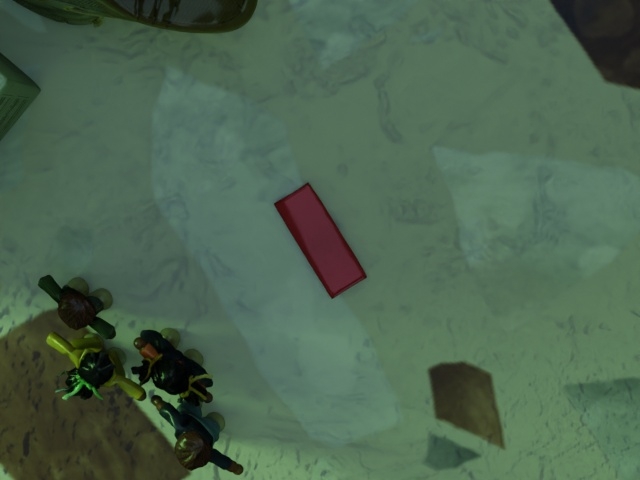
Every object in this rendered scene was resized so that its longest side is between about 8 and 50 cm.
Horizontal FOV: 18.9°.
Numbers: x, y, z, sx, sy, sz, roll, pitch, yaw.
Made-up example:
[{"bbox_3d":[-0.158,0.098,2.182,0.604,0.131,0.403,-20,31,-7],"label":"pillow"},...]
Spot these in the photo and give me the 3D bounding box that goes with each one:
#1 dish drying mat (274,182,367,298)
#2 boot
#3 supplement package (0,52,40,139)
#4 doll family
[{"bbox_3d":[0.000,0.000,1.429,0.032,0.008,0.083,-32,96,0],"label":"dish drying mat"},{"bbox_3d":[-0.142,-0.183,1.327,0.213,0.165,0.077,14,87,2],"label":"boot"},{"bbox_3d":[-0.331,-0.092,1.271,0.199,0.262,0.198,40,90,-5],"label":"supplement package"},{"bbox_3d":[-0.128,0.097,1.375,0.193,0.111,0.076,28,92,-6],"label":"doll family"}]
